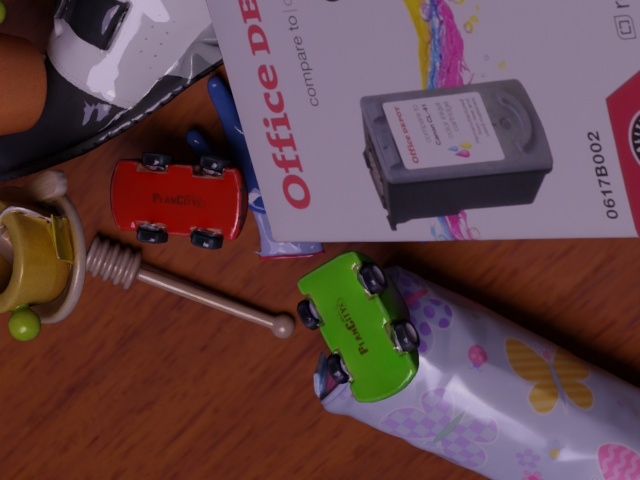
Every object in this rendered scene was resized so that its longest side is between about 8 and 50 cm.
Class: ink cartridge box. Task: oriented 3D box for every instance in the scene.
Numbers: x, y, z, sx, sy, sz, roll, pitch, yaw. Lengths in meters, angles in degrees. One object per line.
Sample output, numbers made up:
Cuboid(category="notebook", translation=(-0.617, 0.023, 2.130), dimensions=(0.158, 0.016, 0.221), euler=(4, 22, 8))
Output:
Cuboid(category="ink cartridge box", translation=(0.098, -0.120, 0.988), dimensions=(0.306, 0.131, 0.226), euler=(-2, 111, 37))

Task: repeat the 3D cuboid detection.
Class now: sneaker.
Cuboid(category="sneaker", translation=(-0.111, -0.162, 1.221), dimensions=(0.330, 0.122, 0.146), euler=(-33, 97, 25))

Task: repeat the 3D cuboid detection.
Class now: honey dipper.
Cuboid(category="honey dipper", translation=(-0.093, 0.038, 1.385), dimensions=(0.160, 0.030, 0.030), euler=(21, 123, -7))

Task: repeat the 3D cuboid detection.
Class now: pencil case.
Cuboid(category="pencil case", translation=(0.134, 0.122, 1.355), dimensions=(0.273, 0.113, 0.124), euler=(28, 138, -10))

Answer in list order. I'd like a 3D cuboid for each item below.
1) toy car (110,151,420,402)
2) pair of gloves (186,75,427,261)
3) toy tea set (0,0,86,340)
Cuboid(category="toy car", translation=(0.000, 0.000, 1.263), dimensions=(0.239, 0.053, 0.225), euler=(-29, 84, 22))
Cuboid(category="pair of gloves", translation=(0.010, -0.059, 1.311), dimensions=(0.198, 0.023, 0.159), euler=(-7, 119, 12))
Cuboid(category="toy tea set", translation=(-0.263, -0.083, 1.204), dimensions=(0.124, 0.336, 0.200), euler=(-3, 164, -39))
